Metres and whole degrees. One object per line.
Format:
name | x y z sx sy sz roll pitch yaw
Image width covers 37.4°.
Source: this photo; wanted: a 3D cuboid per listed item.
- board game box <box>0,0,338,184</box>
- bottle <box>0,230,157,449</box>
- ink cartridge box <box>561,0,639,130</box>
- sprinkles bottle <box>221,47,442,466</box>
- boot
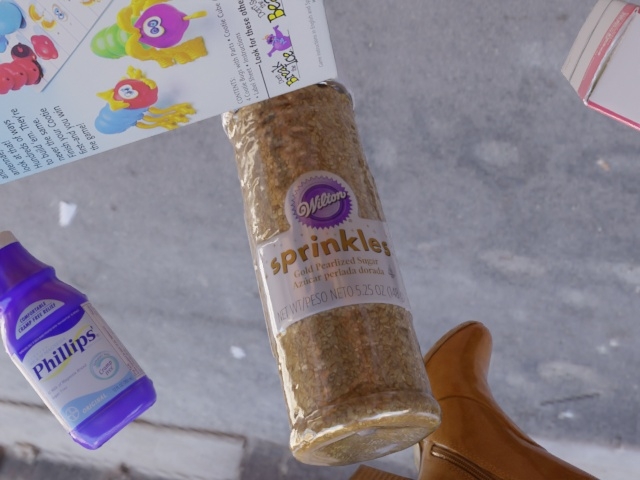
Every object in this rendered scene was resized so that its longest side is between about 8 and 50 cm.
board game box | -0.149 -0.129 0.444 0.275 0.142 0.144 -18 148 -1
bottle | -0.324 0.117 1.160 0.283 0.118 0.092 52 169 3
ink cartridge box | 0.403 -0.186 1.086 0.207 0.283 0.117 25 110 1
sprinkles bottle | 0.000 0.000 0.788 0.121 0.355 0.121 -11 153 -6
boot | 0.170 0.196 0.866 0.211 0.295 0.104 11 129 32
